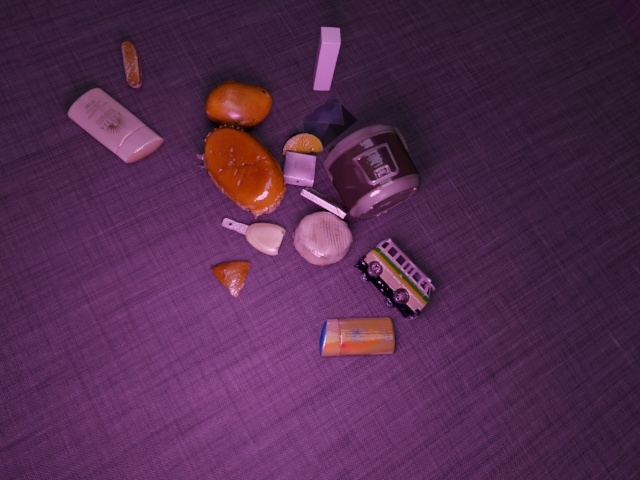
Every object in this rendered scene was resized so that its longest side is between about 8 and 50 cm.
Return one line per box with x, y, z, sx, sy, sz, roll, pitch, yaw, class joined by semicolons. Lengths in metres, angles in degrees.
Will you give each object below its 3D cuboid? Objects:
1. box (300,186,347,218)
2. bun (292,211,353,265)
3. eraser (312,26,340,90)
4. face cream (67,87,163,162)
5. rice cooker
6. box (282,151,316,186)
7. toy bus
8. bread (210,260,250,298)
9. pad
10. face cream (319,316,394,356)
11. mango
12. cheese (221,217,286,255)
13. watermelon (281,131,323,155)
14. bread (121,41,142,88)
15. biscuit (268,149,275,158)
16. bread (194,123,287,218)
0.019;-0.157;1.731;0.199;0.109;0.029;29;106;1;box
0.000;0.000;1.662;0.240;0.141;0.238;9;51;-12;bun
0.022;-0.755;1.790;0.076;0.298;0.078;0;73;-8;eraser
-0.816;-0.450;1.700;0.349;0.081;0.173;39;73;4;face cream
0.202;-0.281;1.677;0.336;0.335;0.325;-23;79;-13;rice cooker
-0.089;-0.296;1.768;0.130;0.051;0.129;8;63;-7;box
0.299;0.149;1.669;0.179;0.143;0.305;-41;82;-18;toy bus
-0.322;0.127;1.633;0.136;0.054;0.154;-38;86;-19;bread
0.027;-0.519;1.881;0.243;0.004;0.163;-43;84;-16;pad
0.136;0.367;1.624;0.286;0.067;0.139;-1;73;-8;face cream
-0.328;-0.555;1.768;0.291;0.160;0.190;-21;72;-23;mango
-0.268;-0.031;1.682;0.252;0.054;0.127;20;70;-2;cheese
-0.076;-0.418;1.799;0.182;0.075;0.091;-7;81;-10;watermelon
-0.791;-0.736;1.796;0.073;0.053;0.214;-12;80;-7;bread
-0.264;-0.277;1.755;0.180;0.039;0.236;14;73;0;biscuit
-0.296;-0.275;1.639;0.389;0.183;0.236;43;76;8;bread
